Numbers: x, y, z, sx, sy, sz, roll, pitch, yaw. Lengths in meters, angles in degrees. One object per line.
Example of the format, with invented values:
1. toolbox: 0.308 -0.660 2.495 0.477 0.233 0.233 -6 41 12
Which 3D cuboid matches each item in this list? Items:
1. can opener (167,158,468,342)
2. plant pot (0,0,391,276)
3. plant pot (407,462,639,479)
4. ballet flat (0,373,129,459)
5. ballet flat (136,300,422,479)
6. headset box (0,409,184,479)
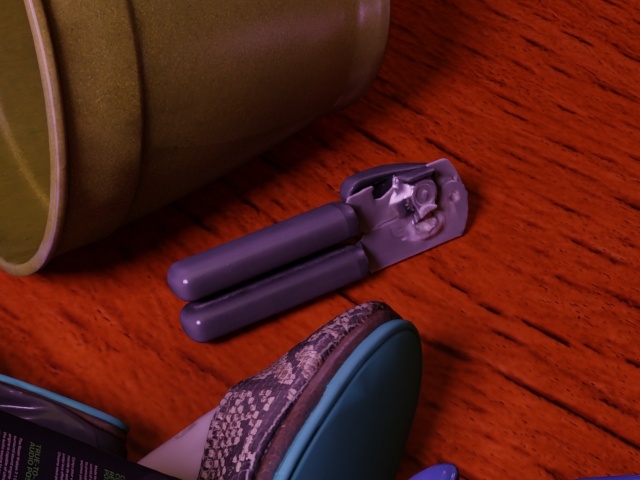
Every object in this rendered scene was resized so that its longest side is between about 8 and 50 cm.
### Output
1. can opener: 0.000 0.000 0.868 0.284 0.076 0.095 -21 21 -19
2. plant pot: -0.141 -0.193 0.861 0.353 0.366 0.366 -18 51 -32
3. plant pot: 0.120 0.264 0.530 0.212 0.236 0.236 7 49 13
4. ballet flat: -0.273 0.114 0.706 0.281 0.095 0.096 26 69 4
5. ballet flat: -0.067 0.230 0.609 0.182 0.164 0.482 -2 48 22
6. headset box: -0.231 0.175 0.494 0.246 0.283 0.131 -22 52 29
